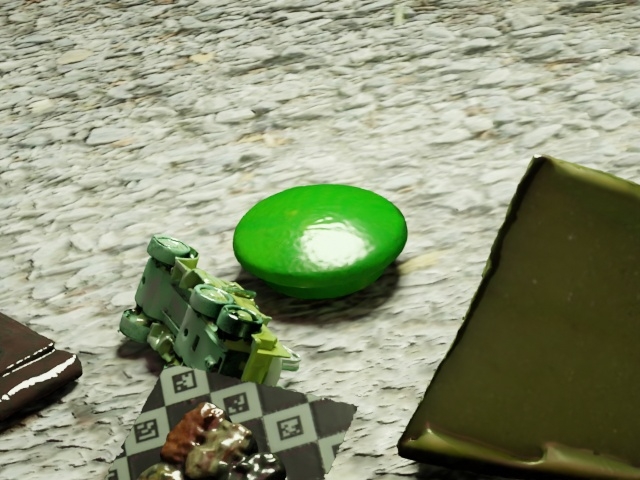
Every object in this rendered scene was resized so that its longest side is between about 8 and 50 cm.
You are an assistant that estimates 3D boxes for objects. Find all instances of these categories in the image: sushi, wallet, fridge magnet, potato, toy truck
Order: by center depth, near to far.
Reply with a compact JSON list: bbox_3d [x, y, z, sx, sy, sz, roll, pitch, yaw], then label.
[{"bbox_3d":[-0.108,0.216,1.636,0.220,0.047,0.231,11,54,23],"label":"sushi"},{"bbox_3d":[0.274,0.110,1.686,0.280,0.330,0.213,24,4,11],"label":"potato"},{"bbox_3d":[-0.392,0.155,1.845,0.182,0.049,0.229,21,38,40],"label":"wallet"},{"bbox_3d":[-0.113,0.101,1.854,0.135,0.128,0.259,9,19,-38],"label":"toy truck"},{"bbox_3d":[0.000,0.000,2.008,0.208,0.088,0.208,-4,31,2],"label":"fridge magnet"}]
